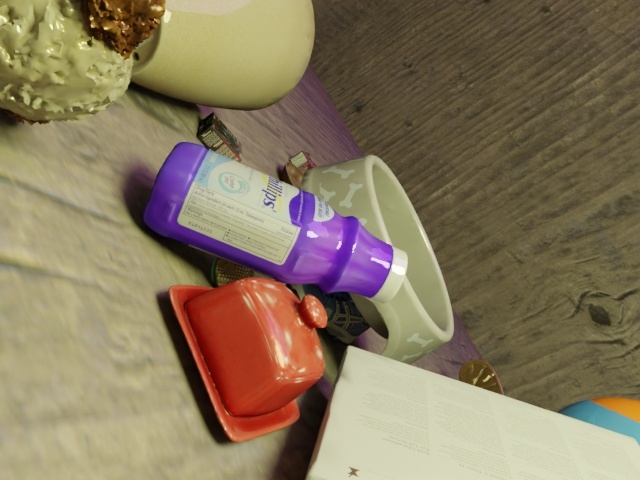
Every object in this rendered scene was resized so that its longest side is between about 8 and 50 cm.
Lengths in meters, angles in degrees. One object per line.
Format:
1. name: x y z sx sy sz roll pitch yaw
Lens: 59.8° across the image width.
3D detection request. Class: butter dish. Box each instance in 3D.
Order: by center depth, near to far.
1. butter dish: -0.047 0.095 0.548 0.159 0.118 0.160 61 14 19

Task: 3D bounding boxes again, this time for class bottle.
1. bottle: -0.042 -0.011 0.611 0.283 0.092 0.118 23 25 -12

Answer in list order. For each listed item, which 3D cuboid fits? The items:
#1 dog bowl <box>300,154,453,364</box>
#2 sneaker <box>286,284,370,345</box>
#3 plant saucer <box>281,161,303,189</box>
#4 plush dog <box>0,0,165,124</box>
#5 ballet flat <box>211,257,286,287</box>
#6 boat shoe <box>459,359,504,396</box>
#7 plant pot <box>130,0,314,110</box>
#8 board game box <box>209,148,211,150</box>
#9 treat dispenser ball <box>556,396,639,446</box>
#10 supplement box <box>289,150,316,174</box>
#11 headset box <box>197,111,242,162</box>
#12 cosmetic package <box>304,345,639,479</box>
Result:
1. dog bowl: 0.100 0.025 0.864 0.348 0.102 0.348 53 22 -33
2. sneaker: 0.018 0.092 0.860 0.211 0.081 0.080 38 25 -50
3. plant saucer: -0.035 -0.092 1.196 0.168 0.029 0.168 52 15 -20
4. plush dog: -0.229 -0.168 0.370 0.225 0.262 0.210 34 58 -37
5. ballet flat: -0.058 0.027 0.704 0.206 0.067 0.073 -21 124 -67
6. boat shoe: 0.427 0.468 1.365 0.110 0.122 0.341 78 3 -57
7. plant pot: -0.179 -0.298 0.769 0.256 0.256 0.274 57 29 -2
8. board game box: -0.133 -0.052 0.767 0.103 0.026 0.154 50 16 -29
9. treat dispenser ball: 0.457 0.386 0.841 0.288 0.288 0.288 53 14 -20
10. supplement box: -0.032 -0.169 1.346 0.083 0.043 0.055 60 14 7
11. headset box: -0.159 -0.157 0.900 0.083 0.032 0.062 48 16 -30
12. cosmetic package: 0.178 0.257 0.578 0.377 0.097 0.284 17 11 6
